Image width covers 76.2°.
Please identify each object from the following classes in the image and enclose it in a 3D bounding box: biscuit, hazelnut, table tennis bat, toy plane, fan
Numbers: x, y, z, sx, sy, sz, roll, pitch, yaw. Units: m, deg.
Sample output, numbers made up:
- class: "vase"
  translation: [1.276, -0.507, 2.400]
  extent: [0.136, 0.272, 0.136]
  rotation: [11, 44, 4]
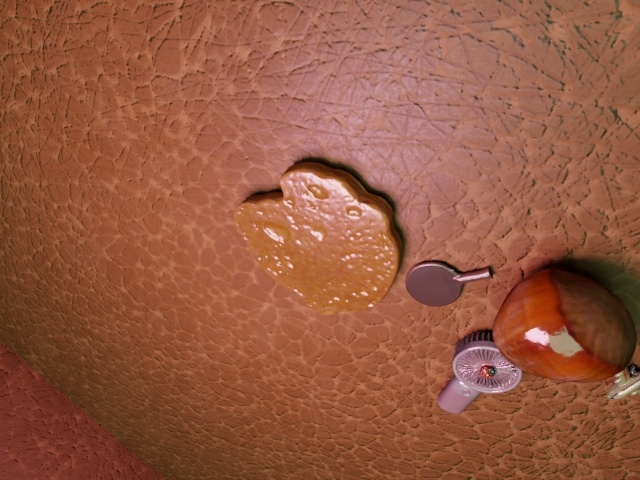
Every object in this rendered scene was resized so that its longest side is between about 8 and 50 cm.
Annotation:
- class: "biscuit"
  translation: [0.000, 0.000, 0.830]
  extent: [0.351, 0.057, 0.312]
  rotation: [37, 126, -4]
- class: "hazelnut"
  translation: [0.397, 0.152, 0.686]
  extent: [0.214, 0.176, 0.214]
  rotation: [8, 129, 11]
- class: "table tennis bat"
  translation: [0.231, 0.106, 0.763]
  extent: [0.169, 0.119, 0.108]
  rotation: [-18, 112, 32]
- class: "toy plane"
  translation: [0.585, 0.263, 0.762]
  extent: [0.102, 0.040, 0.111]
  rotation: [38, 127, -1]
- class: "fan"
  translation: [0.324, 0.292, 0.866]
  extent: [0.130, 0.074, 0.244]
  rotation: [23, 126, 7]
